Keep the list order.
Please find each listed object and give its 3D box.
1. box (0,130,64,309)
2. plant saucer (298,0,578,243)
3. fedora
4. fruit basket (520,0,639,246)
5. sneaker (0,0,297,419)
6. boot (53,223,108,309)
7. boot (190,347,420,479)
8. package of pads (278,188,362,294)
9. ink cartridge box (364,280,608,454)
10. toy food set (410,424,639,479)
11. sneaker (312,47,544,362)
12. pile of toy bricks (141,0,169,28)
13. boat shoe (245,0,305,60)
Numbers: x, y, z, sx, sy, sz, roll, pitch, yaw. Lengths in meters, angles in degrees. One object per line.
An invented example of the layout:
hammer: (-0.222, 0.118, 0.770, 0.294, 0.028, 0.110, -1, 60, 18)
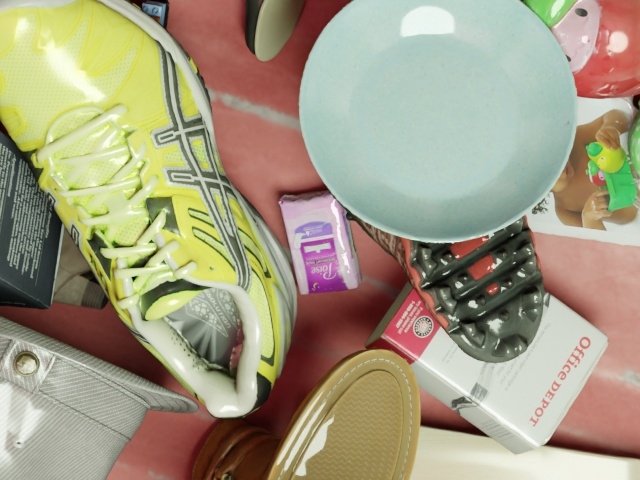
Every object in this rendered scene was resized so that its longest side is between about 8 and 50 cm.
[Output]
box: (-0.301, -0.024, 1.438, 0.153, 0.207, 0.108, 4, 77, 14)
plant saucer: (0.081, -0.090, 1.333, 0.195, 0.037, 0.195, 0, 78, -2)
fedora: (-0.244, 0.135, 1.461, 0.275, 0.244, 0.124, 27, 76, -24)
fruit basket: (0.248, -0.136, 1.348, 0.353, 0.165, 0.327, 6, 115, 16)
sneaker: (-0.124, -0.031, 1.402, 0.145, 0.147, 0.384, -30, 119, 12)
boot: (-0.196, -0.002, 1.534, 0.087, 0.042, 0.118, 27, 99, 12)
boot: (-0.025, 0.182, 1.479, 0.109, 0.220, 0.283, 10, 105, -19)
package of pads: (0.000, 0.000, 1.503, 0.050, 0.032, 0.083, -8, 106, 15)
ink cartridge box: (0.128, 0.079, 1.464, 0.150, 0.063, 0.109, 36, 72, -3)
toy food set: (0.126, 0.257, 1.544, 0.306, 0.092, 0.219, 8, 97, 6)
sneaker: (0.076, -0.029, 1.411, 0.098, 0.135, 0.276, -27, 79, -14)
pile of toy bricks: (-0.180, -0.194, 1.433, 0.118, 0.105, 0.212, 10, 109, 6)
boat shoe: (-0.037, -0.202, 1.442, 0.042, 0.049, 0.133, 27, 120, 30)
